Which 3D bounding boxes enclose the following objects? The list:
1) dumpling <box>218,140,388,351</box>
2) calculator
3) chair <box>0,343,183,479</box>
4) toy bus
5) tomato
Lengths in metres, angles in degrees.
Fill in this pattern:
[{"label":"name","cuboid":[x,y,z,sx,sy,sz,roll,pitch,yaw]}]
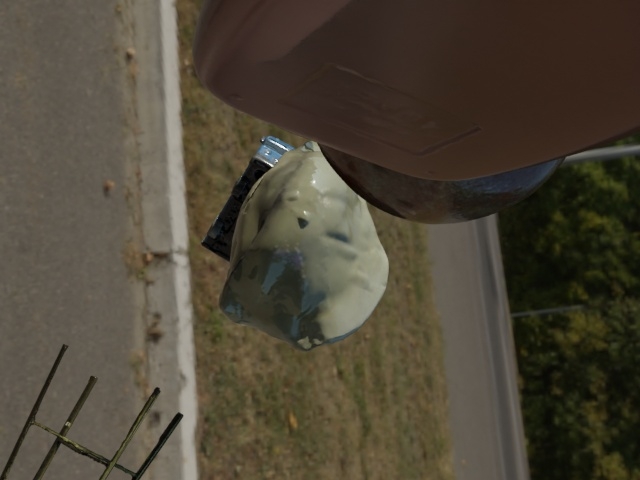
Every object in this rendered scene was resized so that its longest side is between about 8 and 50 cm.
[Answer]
[{"label":"dumpling","cuboid":[0.000,0.000,1.293,0.318,0.242,0.187,-59,-177,-25]},{"label":"calculator","cuboid":[0.066,-0.092,0.407,0.329,0.220,0.048,-24,-127,61]},{"label":"chair","cuboid":[-0.286,0.300,0.997,0.160,0.170,0.326,82,32,-67]},{"label":"toy bus","cuboid":[-0.108,-0.070,1.627,0.234,0.116,0.133,-54,-174,37]},{"label":"tomato","cuboid":[0.138,-0.174,1.008,0.282,0.316,0.317,34,48,-57]}]
